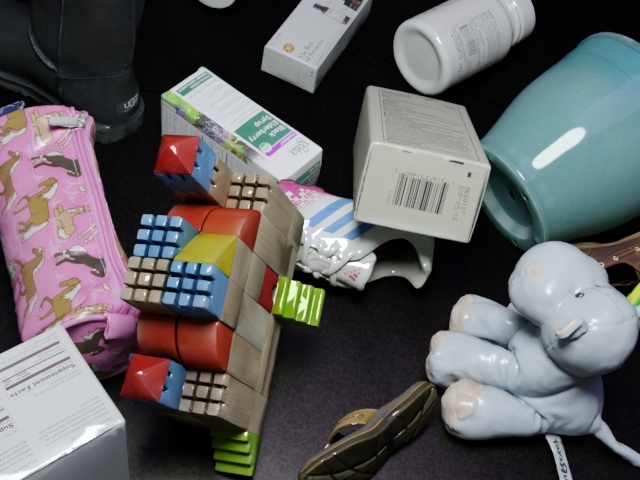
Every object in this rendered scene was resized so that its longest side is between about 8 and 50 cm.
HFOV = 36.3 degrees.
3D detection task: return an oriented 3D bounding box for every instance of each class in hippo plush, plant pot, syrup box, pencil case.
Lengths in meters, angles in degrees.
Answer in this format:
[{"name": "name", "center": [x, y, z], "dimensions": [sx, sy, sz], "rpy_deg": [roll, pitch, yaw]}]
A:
[{"name": "hippo plush", "center": [0.272, 0.139, 1.201], "dimensions": [0.234, 0.237, 0.294], "rpy_deg": [-15, 57, -20]}, {"name": "plant pot", "center": [0.361, -0.121, 1.416], "dimensions": [0.255, 0.272, 0.272], "rpy_deg": [-32, 63, -11]}, {"name": "syrup box", "center": [-0.119, -0.144, 1.438], "dimensions": [0.237, 0.096, 0.093], "rpy_deg": [35, 55, 18]}, {"name": "pencil case", "center": [-0.329, -0.002, 1.249], "dimensions": [0.160, 0.167, 0.386], "rpy_deg": [-12, 57, -16]}]

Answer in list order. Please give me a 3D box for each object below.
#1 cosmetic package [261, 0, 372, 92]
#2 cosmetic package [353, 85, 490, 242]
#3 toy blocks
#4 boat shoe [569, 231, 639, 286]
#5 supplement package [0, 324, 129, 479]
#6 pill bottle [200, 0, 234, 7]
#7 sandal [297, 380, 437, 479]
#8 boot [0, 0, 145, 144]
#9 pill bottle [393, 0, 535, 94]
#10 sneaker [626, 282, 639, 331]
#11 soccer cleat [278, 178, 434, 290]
[{"name": "cosmetic package", "center": [-0.002, -0.357, 1.642], "dimensions": [0.099, 0.060, 0.239], "rpy_deg": [24, 53, 9]}, {"name": "cosmetic package", "center": [0.131, -0.116, 1.361], "dimensions": [0.160, 0.113, 0.309], "rpy_deg": [12, 21, -2]}, {"name": "toy blocks", "center": [-0.127, 0.057, 1.120], "dimensions": [0.190, 0.261, 0.381], "rpy_deg": [5, 72, 19]}, {"name": "boat shoe", "center": [0.442, 0.037, 1.409], "dimensions": [0.207, 0.073, 0.073], "rpy_deg": [-11, 38, -7]}, {"name": "supplement package", "center": [-0.350, 0.251, 1.031], "dimensions": [0.262, 0.204, 0.145], "rpy_deg": [-27, 60, -27]}, {"name": "pill bottle", "center": [-0.146, -0.502, 1.687], "dimensions": [0.124, 0.124, 0.221], "rpy_deg": [20, 54, 5]}, {"name": "sandal", "center": [0.053, 0.235, 1.191], "dimensions": [0.219, 0.090, 0.060], "rpy_deg": [-35, 48, -27]}, {"name": "boot", "center": [-0.389, -0.391, 1.356], "dimensions": [0.367, 0.445, 0.146], "rpy_deg": [30, 54, 13]}, {"name": "pill bottle", "center": [0.245, -0.343, 1.629], "dimensions": [0.229, 0.131, 0.131], "rpy_deg": [-30, 63, -28]}, {"name": "sneaker", "center": [0.556, 0.084, 1.373], "dimensions": [0.295, 0.109, 0.123], "rpy_deg": [-10, 52, -17]}, {"name": "soccer cleat", "center": [0.000, 0.000, 1.333], "dimensions": [0.331, 0.116, 0.143], "rpy_deg": [2, 48, -9]}]
